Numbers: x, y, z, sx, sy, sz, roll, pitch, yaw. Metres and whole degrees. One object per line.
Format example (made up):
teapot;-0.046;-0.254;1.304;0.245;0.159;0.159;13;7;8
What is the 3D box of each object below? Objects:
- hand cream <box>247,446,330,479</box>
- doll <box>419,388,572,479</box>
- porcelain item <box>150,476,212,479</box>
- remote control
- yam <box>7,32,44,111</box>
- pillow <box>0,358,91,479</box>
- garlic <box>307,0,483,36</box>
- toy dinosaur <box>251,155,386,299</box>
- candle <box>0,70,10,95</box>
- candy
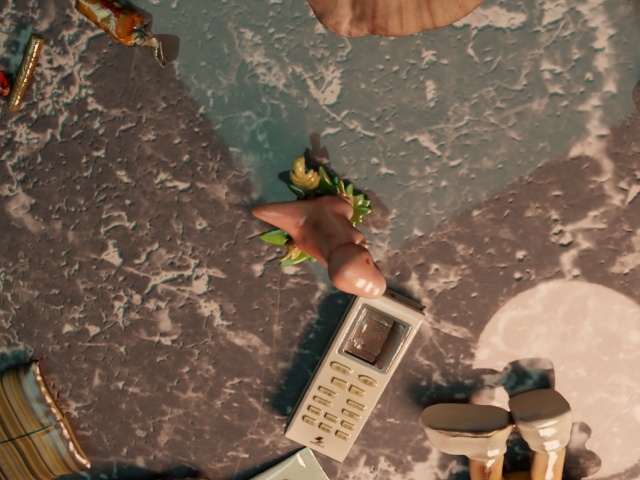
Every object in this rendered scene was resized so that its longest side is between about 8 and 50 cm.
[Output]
hand cream;-0.130;0.450;1.191;0.320;0.067;0.109;-29;102;7
doll;0.284;0.421;1.075;0.348;0.161;0.423;18;109;14
porcelain item;-0.270;0.418;1.178;0.213;0.084;0.054;-11;78;11
remote control;0.048;0.197;1.074;0.103;0.055;0.277;25;110;-3
yam;-0.412;-0.232;1.007;0.021;0.021;0.116;27;108;-3
pillow;-0.506;0.314;1.181;0.212;0.052;0.208;-20;101;12
garlic;0.092;-0.365;0.779;0.317;0.259;0.318;2;104;8
toy dinosaur;-0.006;0.004;0.954;0.194;0.177;0.152;42;107;-5
candle;-0.486;-0.219;0.996;0.130;0.052;0.052;12;109;12
candy;-0.274;-0.296;0.955;0.182;0.053;0.046;36;101;-7
